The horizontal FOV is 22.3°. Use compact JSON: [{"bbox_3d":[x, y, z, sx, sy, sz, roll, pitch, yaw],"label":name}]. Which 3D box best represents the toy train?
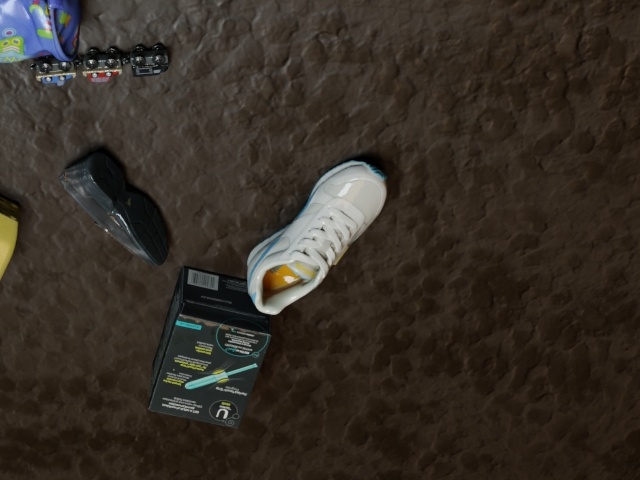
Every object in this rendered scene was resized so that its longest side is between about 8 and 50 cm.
[{"bbox_3d":[-0.250,-0.198,1.852,0.158,0.027,0.036,-4,136,0],"label":"toy train"}]

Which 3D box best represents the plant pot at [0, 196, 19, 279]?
[{"bbox_3d":[-0.401,-0.010,1.947,0.081,0.081,0.083,29,109,-20],"label":"plant pot"}]

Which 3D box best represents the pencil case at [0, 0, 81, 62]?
[{"bbox_3d":[-0.414,-0.243,1.752,0.306,0.133,0.119,-4,85,0],"label":"pencil case"}]

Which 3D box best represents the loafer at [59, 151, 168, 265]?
[{"bbox_3d":[-0.245,-0.034,1.953,0.061,0.062,0.170,-14,124,34],"label":"loafer"}]

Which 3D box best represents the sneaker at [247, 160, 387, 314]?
[{"bbox_3d":[0.000,0.000,1.957,0.087,0.092,0.229,34,116,-21],"label":"sneaker"}]

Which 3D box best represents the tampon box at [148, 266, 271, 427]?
[{"bbox_3d":[-0.138,0.135,2.040,0.120,0.101,0.161,13,124,-10],"label":"tampon box"}]
